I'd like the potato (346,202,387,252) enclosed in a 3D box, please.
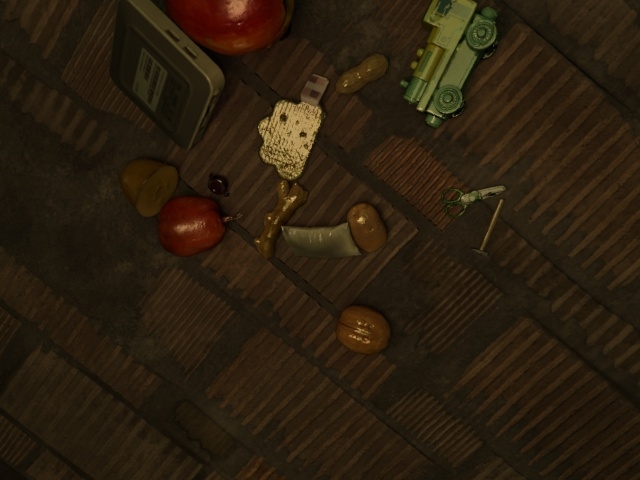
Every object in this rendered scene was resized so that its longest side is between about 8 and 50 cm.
[{"bbox_3d":[0.155,-0.045,1.556,0.118,0.109,0.178,-14,120,25],"label":"potato"}]

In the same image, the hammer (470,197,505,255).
[{"bbox_3d":[0.567,-0.047,1.553,0.062,0.013,0.199,18,105,2],"label":"hammer"}]

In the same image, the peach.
[{"bbox_3d":[-0.256,-0.702,1.310,0.372,0.290,0.373,6,115,12],"label":"peach"}]

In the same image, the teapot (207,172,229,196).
[{"bbox_3d":[-0.354,-0.195,1.624,0.068,0.045,0.100,-23,119,35],"label":"teapot"}]

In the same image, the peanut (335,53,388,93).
[{"bbox_3d":[0.129,-0.521,1.462,0.187,0.082,0.082,-27,99,12],"label":"peanut"}]

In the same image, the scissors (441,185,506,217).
[{"bbox_3d":[0.506,-0.145,1.531,0.204,0.027,0.101,-17,104,13],"label":"scissors"}]

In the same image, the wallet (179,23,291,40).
[{"bbox_3d":[-0.272,-0.739,1.479,0.377,0.051,0.197,2,101,6],"label":"wallet"}]

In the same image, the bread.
[{"bbox_3d":[-0.111,-0.353,1.547,0.207,0.056,0.286,26,105,-3],"label":"bread"}]

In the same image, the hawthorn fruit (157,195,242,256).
[{"bbox_3d":[-0.411,-0.055,1.588,0.299,0.211,0.211,-8,102,1],"label":"hawthorn fruit"}]

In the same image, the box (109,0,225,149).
[{"bbox_3d":[-0.490,-0.504,1.442,0.373,0.090,0.367,44,145,-3],"label":"box"}]

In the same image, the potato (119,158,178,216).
[{"bbox_3d":[-0.610,-0.208,1.604,0.158,0.178,0.203,38,131,13],"label":"potato"}]

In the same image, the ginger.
[{"bbox_3d":[-0.144,-0.066,1.610,0.118,0.065,0.299,20,107,-17],"label":"ginger"}]

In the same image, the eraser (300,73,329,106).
[{"bbox_3d":[-0.018,-0.482,1.489,0.065,0.026,0.105,20,65,5],"label":"eraser"}]

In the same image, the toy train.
[{"bbox_3d":[0.373,-0.535,1.401,0.237,0.150,0.369,28,105,9],"label":"toy train"}]

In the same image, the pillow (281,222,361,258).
[{"bbox_3d":[0.000,-0.001,1.570,0.254,0.078,0.144,-1,128,24],"label":"pillow"}]

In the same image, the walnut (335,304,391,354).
[{"bbox_3d":[0.151,0.315,1.622,0.197,0.165,0.165,25,105,9],"label":"walnut"}]
